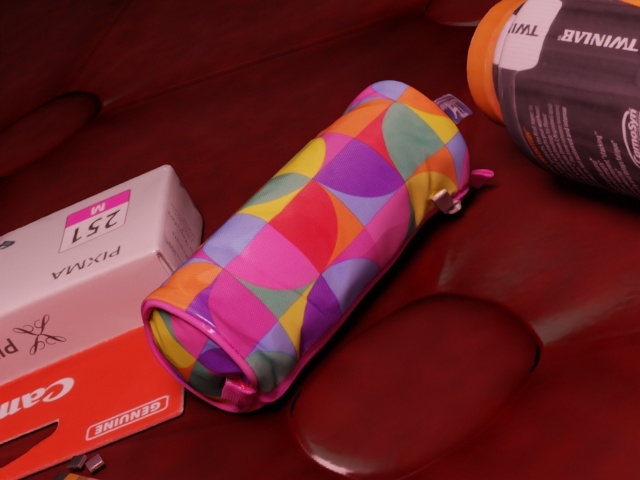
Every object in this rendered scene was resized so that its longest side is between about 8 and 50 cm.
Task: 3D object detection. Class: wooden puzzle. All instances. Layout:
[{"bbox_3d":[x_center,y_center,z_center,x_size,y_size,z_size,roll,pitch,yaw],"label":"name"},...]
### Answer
[{"bbox_3d":[-0.151,0.157,0.781,0.049,0.006,0.083,2,40,43],"label":"wooden puzzle"}]

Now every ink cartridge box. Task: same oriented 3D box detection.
[{"bbox_3d":[-0.219,0.074,0.923,0.275,0.060,0.239,-23,28,11],"label":"ink cartridge box"}]

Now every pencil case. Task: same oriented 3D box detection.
[{"bbox_3d":[0.000,0.000,0.810,0.236,0.104,0.104,-44,32,-26],"label":"pencil case"}]

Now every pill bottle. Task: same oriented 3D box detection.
[{"bbox_3d":[0.188,-0.087,0.748,0.130,0.130,0.246,-39,30,-18],"label":"pill bottle"}]
